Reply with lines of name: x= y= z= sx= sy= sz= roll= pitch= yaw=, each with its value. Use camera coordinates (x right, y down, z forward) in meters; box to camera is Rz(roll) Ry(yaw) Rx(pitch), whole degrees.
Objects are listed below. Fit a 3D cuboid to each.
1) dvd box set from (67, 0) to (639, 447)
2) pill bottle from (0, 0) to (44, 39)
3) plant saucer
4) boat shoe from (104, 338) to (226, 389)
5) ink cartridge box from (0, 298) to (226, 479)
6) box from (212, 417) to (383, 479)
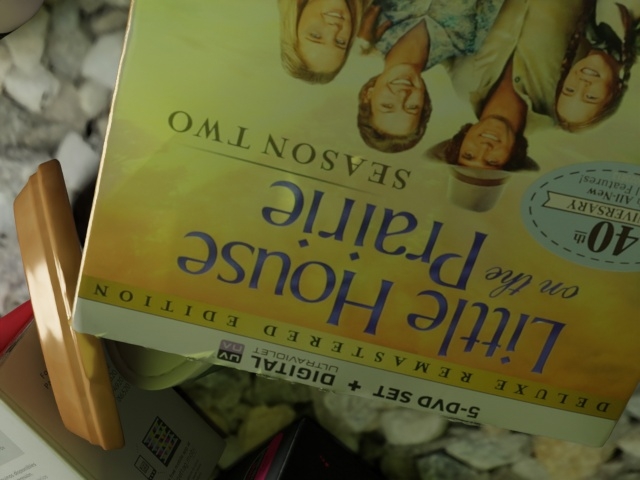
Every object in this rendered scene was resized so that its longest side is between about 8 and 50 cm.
dvd box set: x=0.069 y=-0.107 z=0.456 sx=0.307 sy=0.062 sz=0.421 roll=15 pitch=118 yaw=-8
pill bottle: x=-0.231 y=-0.159 z=0.585 sx=0.193 sy=0.108 sz=0.108 roll=-21 pitch=117 yaw=30
plant saucer: x=-0.171 y=0.046 z=0.669 sx=0.037 sy=0.200 sz=0.200 roll=-13 pitch=128 yaw=-14
boat shoe: x=0.000 y=0.000 z=0.648 sx=0.319 sy=0.099 sz=0.116 roll=-32 pitch=75 yaw=23
ink cartridge box: x=-0.288 y=0.169 z=0.837 sx=0.309 sy=0.130 sz=0.272 roll=-28 pitch=111 yaw=33
box: x=0.023 y=0.305 z=0.806 sx=0.270 sy=0.165 sz=0.143 roll=40 pitch=129 yaw=-12
